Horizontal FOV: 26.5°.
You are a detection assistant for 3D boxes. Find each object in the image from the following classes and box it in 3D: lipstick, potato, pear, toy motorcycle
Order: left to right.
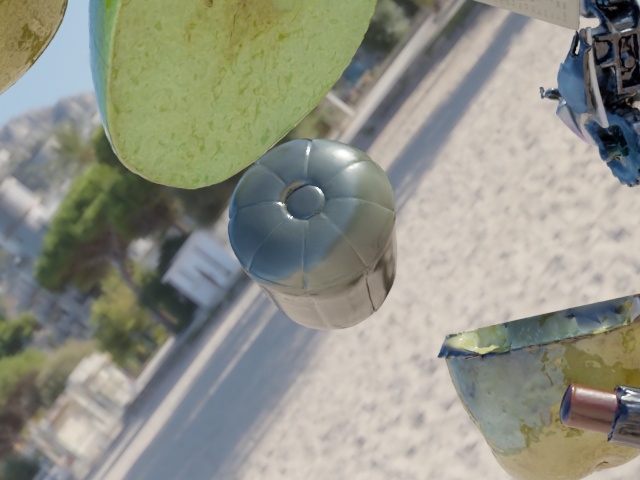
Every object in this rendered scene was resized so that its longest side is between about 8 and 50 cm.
[{"bbox_3d":[-0.113,-0.170,1.242,0.288,0.139,0.239,1,-68,-46],"label":"pear"},{"bbox_3d":[0.304,0.189,1.675,0.285,0.242,0.242,-15,6,3],"label":"potato"},{"bbox_3d":[0.348,-0.232,1.681,0.143,0.327,0.188,-15,18,-9],"label":"toy motorcycle"},{"bbox_3d":[0.405,0.203,1.458,0.081,0.299,0.081,11,-90,-86],"label":"lipstick"}]

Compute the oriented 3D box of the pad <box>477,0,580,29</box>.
[{"bbox_3d":[0.148,-0.267,1.171,0.009,0.159,0.265,-65,-18,-16],"label":"pad"}]

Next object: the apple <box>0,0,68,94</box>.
[{"bbox_3d":[-0.270,-0.168,0.891,0.200,0.200,0.200,-52,3,3],"label":"apple"}]

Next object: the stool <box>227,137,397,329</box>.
[{"bbox_3d":[0.000,0.000,0.796,0.096,0.096,0.110,-53,-21,-15],"label":"stool"}]
